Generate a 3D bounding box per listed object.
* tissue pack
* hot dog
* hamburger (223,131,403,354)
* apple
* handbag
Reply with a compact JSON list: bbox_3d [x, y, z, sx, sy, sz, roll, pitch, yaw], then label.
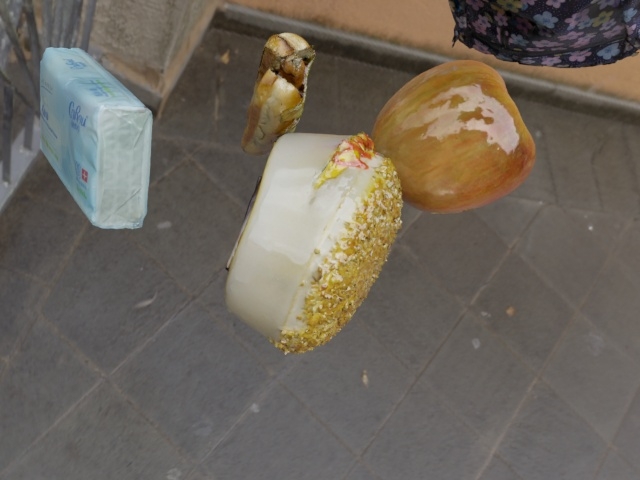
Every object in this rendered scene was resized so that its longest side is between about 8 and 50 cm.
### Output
[{"bbox_3d":[-0.325,-0.149,0.978,0.089,0.177,0.263,-9,34,-35],"label":"tissue pack"},{"bbox_3d":[-0.058,-0.180,0.922,0.072,0.269,0.109,14,75,-7],"label":"hot dog"},{"bbox_3d":[0.000,0.000,0.876,0.179,0.276,0.294,20,91,5],"label":"hamburger"},{"bbox_3d":[0.211,-0.158,1.143,0.242,0.241,0.242,55,18,-28],"label":"apple"},{"bbox_3d":[0.240,-0.261,0.723,0.228,0.208,0.127,11,84,25],"label":"handbag"}]
